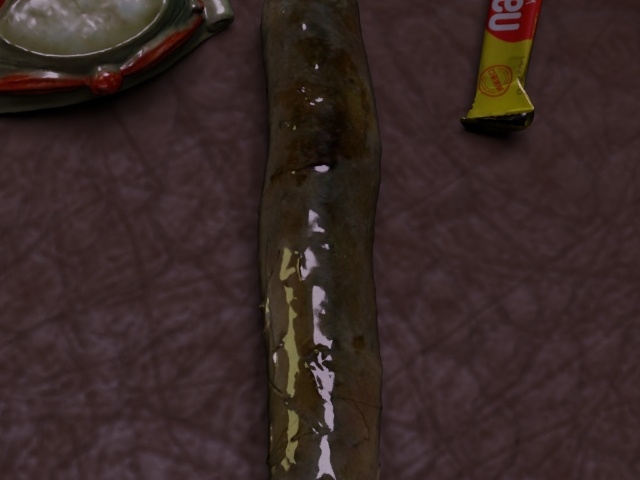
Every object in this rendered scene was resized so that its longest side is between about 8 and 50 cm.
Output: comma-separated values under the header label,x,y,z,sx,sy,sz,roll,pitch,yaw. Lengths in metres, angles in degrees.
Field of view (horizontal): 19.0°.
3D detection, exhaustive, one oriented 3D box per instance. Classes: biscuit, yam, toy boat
label,x,y,z,sx,sy,sz,roll,pitch,yaw
biscuit,0.130,-0.194,1.180,0.048,0.026,0.292,-2,63,27
yam,0.000,0.000,1.065,0.067,0.071,0.317,-13,66,26
toy boat,-0.134,-0.117,1.090,0.185,0.071,0.089,-19,74,-14
